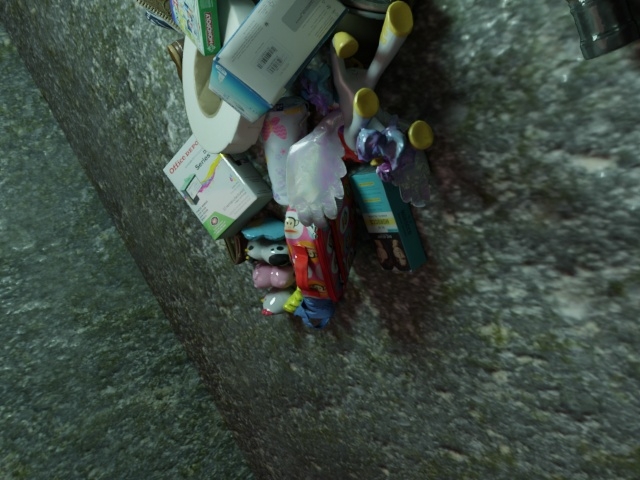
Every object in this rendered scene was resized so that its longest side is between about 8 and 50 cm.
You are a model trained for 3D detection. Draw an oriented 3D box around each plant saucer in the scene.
[{"bbox_3d":[0.071,-0.478,1.000,0.278,0.041,0.277,32,139,33],"label":"plant saucer"}]

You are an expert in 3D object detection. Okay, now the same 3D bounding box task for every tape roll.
[{"bbox_3d":[-0.243,-0.405,1.305,0.392,0.072,0.391,14,107,55],"label":"tape roll"}]

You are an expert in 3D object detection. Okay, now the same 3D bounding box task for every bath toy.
[{"bbox_3d":[-0.159,0.099,1.667,0.152,0.129,0.348,25,135,38],"label":"bath toy"}]

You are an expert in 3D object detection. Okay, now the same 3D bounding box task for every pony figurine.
[{"bbox_3d":[0.079,-0.211,0.980,0.363,0.303,0.350,-169,67,-77],"label":"pony figurine"}]

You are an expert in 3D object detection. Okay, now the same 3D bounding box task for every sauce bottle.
[{"bbox_3d":[0.324,-0.408,0.677,0.111,0.111,0.344,-11,107,54],"label":"sauce bottle"}]

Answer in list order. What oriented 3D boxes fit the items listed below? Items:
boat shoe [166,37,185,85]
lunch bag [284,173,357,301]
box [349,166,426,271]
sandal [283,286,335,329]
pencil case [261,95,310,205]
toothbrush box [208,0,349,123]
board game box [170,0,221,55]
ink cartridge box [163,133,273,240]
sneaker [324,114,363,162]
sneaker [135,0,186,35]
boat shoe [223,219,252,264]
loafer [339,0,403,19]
[{"bbox_3d":[-0.371,-0.488,1.511,0.073,0.073,0.207,49,165,16],"label":"boat shoe"},{"bbox_3d":[0.000,0.000,1.234,0.120,0.258,0.293,6,139,18],"label":"lunch bag"},{"bbox_3d":[0.155,-0.049,1.217,0.101,0.060,0.244,-1,115,52],"label":"box"},{"bbox_3d":[-0.004,0.167,1.546,0.138,0.126,0.317,47,153,9],"label":"sandal"},{"bbox_3d":[-0.077,-0.222,1.324,0.113,0.124,0.272,-94,-2,-59],"label":"pencil case"},{"bbox_3d":[-0.095,-0.351,0.997,0.126,0.216,0.295,38,176,-16],"label":"toothbrush box"},{"bbox_3d":[-0.289,-0.596,1.147,0.213,0.046,0.317,52,153,35],"label":"board game box"},{"bbox_3d":[-0.303,-0.173,1.572,0.201,0.117,0.278,-42,81,24],"label":"ink cartridge box"},{"bbox_3d":[0.045,-0.192,1.220,0.128,0.087,0.221,46,145,19],"label":"sneaker"},{"bbox_3d":[-0.438,-0.634,1.361,0.153,0.099,0.282,35,-179,39],"label":"sneaker"},{"bbox_3d":[-0.304,-0.081,1.706,0.123,0.123,0.341,8,122,48],"label":"boat shoe"},{"bbox_3d":[0.038,-0.463,0.940,0.268,0.096,0.084,35,134,32],"label":"loafer"}]
